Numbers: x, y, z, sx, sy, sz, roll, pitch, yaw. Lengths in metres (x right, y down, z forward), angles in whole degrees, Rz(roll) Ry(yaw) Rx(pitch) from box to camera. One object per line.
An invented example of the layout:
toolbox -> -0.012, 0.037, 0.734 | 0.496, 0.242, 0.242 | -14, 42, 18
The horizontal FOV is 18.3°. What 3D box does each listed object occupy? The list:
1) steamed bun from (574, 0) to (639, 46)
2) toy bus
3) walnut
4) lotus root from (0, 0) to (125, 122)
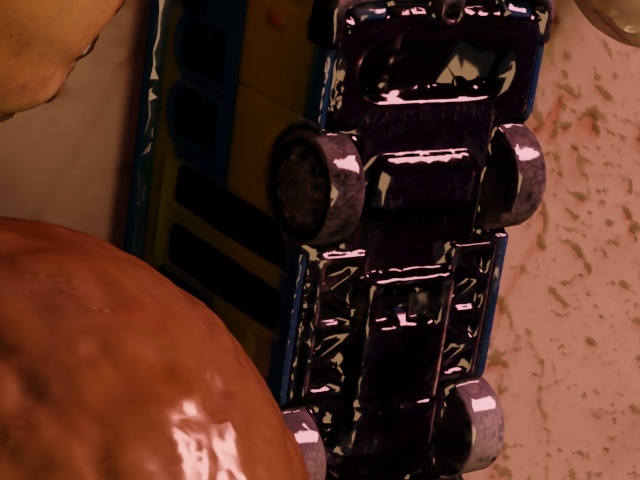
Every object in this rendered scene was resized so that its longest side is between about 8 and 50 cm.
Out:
steamed bun -> 0.166, -0.199, 1.047 | 0.183, 0.106, 0.183 | -14, 115, -34
toy bus -> 0.000, 0.000, 0.966 | 0.138, 0.175, 0.288 | -5, 113, -34
walnut -> -0.141, 0.145, 0.824 | 0.332, 0.333, 0.333 | -16, 119, -31
lotus root -> -0.211, -0.152, 0.748 | 0.310, 0.183, 0.183 | 31, 90, -33
